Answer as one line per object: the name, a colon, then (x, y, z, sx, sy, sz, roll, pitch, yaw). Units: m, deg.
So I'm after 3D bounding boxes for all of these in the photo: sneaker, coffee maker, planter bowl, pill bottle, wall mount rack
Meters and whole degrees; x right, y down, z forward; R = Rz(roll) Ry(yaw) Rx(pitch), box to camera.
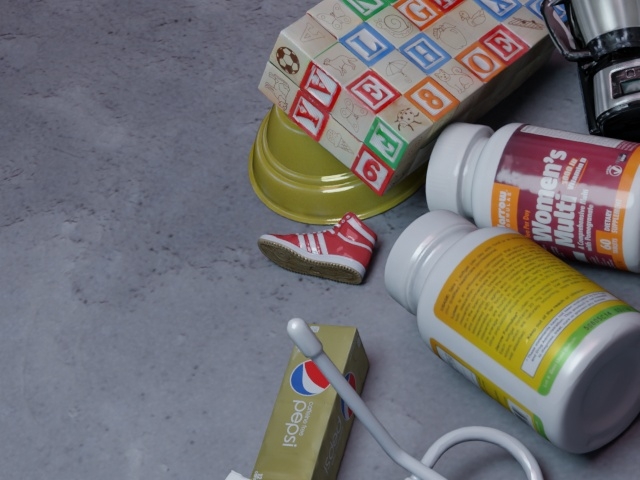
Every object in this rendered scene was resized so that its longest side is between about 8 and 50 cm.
sneaker: (0.000, 0.000, 1.701, 0.118, 0.042, 0.067, 16, 59, 20)
coffee maker: (0.315, -0.189, 1.698, 0.120, 0.171, 0.178, -19, 73, 34)
planter bowl: (0.017, -0.126, 1.778, 0.217, 0.090, 0.217, -9, 46, 10)
pill bottle: (0.174, 0.071, 1.514, 0.136, 0.136, 0.246, -39, 49, -17)
wall mount rack: (0.041, 0.244, 1.355, 0.304, 0.130, 0.350, 32, 61, 8)
pill bottle: (0.221, -0.047, 1.617, 0.221, 0.121, 0.121, 12, 54, 27)

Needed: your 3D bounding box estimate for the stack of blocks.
stack of blocks: (0.101, -0.194, 1.721, 0.171, 0.087, 0.297, 42, 52, 13)

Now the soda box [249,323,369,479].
soda box: (-0.008, 0.165, 1.540, 0.058, 0.061, 0.181, 2, 50, 19)

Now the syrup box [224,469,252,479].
syrup box: (-0.084, 0.319, 1.402, 0.093, 0.096, 0.237, 16, 55, 27)
